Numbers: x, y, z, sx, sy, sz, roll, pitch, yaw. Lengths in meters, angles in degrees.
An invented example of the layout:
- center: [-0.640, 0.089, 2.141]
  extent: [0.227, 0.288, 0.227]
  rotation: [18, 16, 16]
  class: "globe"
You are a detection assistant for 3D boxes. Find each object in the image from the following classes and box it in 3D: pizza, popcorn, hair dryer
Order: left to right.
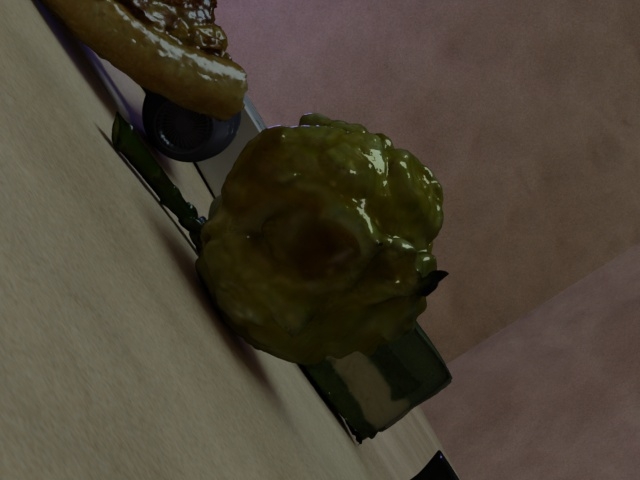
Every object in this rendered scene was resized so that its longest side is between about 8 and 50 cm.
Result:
- center: [-0.223, -0.299, 1.532]
  extent: [0.408, 0.114, 0.278]
  rotation: [51, 29, -2]
  class: "pizza"
- center: [-0.235, -0.259, 1.699]
  extent: [0.361, 0.121, 0.301]
  rotation: [49, 9, -11]
  class: "hair dryer"
- center: [0.006, 0.007, 1.327]
  extent: [0.225, 0.249, 0.249]
  rotation: [46, -4, 30]
  class: "popcorn"

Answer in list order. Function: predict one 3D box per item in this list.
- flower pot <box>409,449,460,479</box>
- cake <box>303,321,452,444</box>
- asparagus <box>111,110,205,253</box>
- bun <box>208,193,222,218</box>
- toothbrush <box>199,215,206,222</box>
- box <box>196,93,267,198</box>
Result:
- center: [0.125, 0.316, 1.451]
  extent: [0.157, 0.107, 0.157]
  rotation: [58, -1, 2]
  class: "flower pot"
- center: [0.020, 0.094, 1.774]
  extent: [0.283, 0.158, 0.172]
  rotation: [53, 3, -32]
  class: "cake"
- center: [-0.157, -0.050, 1.394]
  extent: [0.236, 0.027, 0.034]
  rotation: [56, 7, -42]
  class: "asparagus"
- center: [-0.093, -0.005, 1.647]
  extent: [0.115, 0.069, 0.115]
  rotation: [58, 3, -6]
  class: "bun"
- center: [-0.134, -0.014, 1.558]
  extent: [0.011, 0.014, 0.167]
  rotation: [48, 3, -9]
  class: "toothbrush"
- center: [-0.137, -0.151, 2.133]
  extent: [0.274, 0.116, 0.203]
  rotation: [59, 3, 26]
  class: "box"
